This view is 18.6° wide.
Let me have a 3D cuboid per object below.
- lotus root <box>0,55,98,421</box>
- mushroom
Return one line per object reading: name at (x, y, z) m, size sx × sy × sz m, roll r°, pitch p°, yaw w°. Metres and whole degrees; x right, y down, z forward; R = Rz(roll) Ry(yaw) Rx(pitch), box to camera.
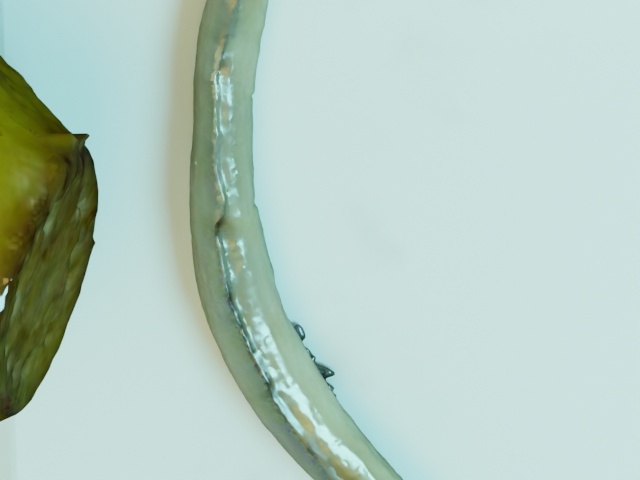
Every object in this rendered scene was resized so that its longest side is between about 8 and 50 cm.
lotus root at (-0.203, 0.004, 0.530) m, size 0.291 × 0.193 × 0.193 m, roll -1°, pitch 116°, yaw 5°
mushroom at (-0.002, 0.001, 0.577) m, size 0.068 × 0.043 × 0.306 m, roll 9°, pitch 121°, yaw 32°
